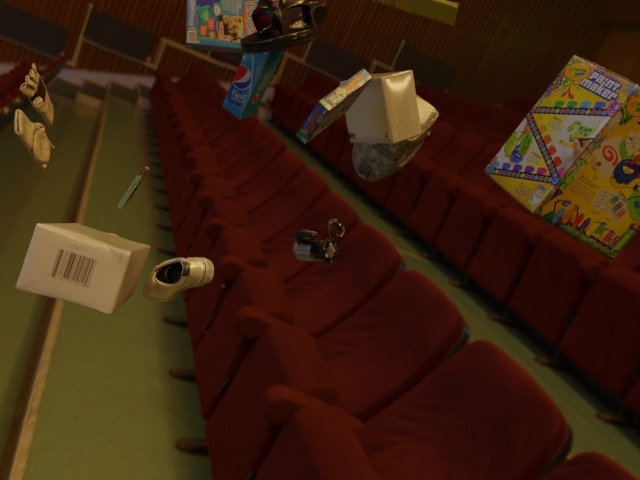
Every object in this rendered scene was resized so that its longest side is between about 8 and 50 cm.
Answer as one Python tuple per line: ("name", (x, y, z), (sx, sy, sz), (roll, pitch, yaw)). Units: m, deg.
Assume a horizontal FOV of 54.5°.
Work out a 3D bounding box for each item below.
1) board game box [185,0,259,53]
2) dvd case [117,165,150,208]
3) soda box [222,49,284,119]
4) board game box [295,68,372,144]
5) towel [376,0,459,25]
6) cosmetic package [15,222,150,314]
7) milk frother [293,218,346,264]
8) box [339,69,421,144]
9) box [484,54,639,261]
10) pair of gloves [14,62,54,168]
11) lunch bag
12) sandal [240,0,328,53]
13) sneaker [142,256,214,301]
("board game box", (-0.271, -0.614, 1.747), (0.210, 0.160, 0.047), (2, 1, -13))
("dvd case", (-0.429, -0.124, 1.434), (0.013, 0.087, 0.119), (33, 11, -15))
("soda box", (-0.174, -0.420, 1.605), (0.067, 0.210, 0.071), (38, 34, 11))
("board game box", (0.034, -0.330, 1.525), (0.035, 0.136, 0.201), (45, 52, 1))
("towel", (0.248, -0.633, 1.649), (0.237, 0.021, 0.102), (21, -4, 8))
("cosmetic package", (-0.558, 0.057, 1.515), (0.217, 0.156, 0.385), (18, -3, -8))
("milk frother", (0.000, 0.000, 2.038), (0.135, 0.129, 0.143), (6, 28, 44))
("box", (0.167, -0.370, 1.733), (0.119, 0.182, 0.181), (-24, 22, -33))
("box", (0.543, -0.154, 1.231), (0.290, 0.279, 0.177), (24, 22, -33))
("pair of gloves", (-0.763, -0.329, 1.685), (0.042, 0.240, 0.204), (-4, -27, -4))
("lunch bag", (0.253, -0.369, 2.226), (0.212, 0.256, 0.305), (37, 45, 6))
("sandal", (-0.085, -0.510, 1.404), (0.168, 0.107, 0.446), (-8, 28, 11))
("sneaker", (-0.367, 0.085, 1.499), (0.258, 0.094, 0.091), (-22, -27, 39))
